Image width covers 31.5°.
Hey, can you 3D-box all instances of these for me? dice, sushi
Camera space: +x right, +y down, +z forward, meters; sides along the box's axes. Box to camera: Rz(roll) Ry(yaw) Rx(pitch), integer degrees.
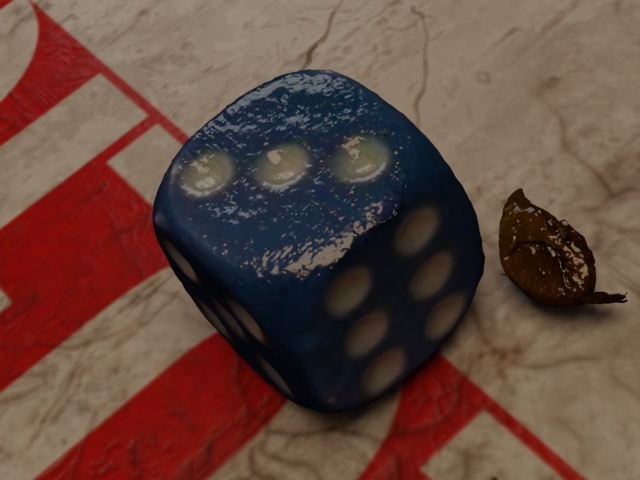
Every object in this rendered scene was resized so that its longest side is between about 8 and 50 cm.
[{"bbox_3d":[0.000,0.000,0.656,0.146,0.143,0.146,-41,53,-14],"label":"dice"},{"bbox_3d":[0.136,0.009,0.675,0.050,0.047,0.099,-45,59,25],"label":"sushi"}]
